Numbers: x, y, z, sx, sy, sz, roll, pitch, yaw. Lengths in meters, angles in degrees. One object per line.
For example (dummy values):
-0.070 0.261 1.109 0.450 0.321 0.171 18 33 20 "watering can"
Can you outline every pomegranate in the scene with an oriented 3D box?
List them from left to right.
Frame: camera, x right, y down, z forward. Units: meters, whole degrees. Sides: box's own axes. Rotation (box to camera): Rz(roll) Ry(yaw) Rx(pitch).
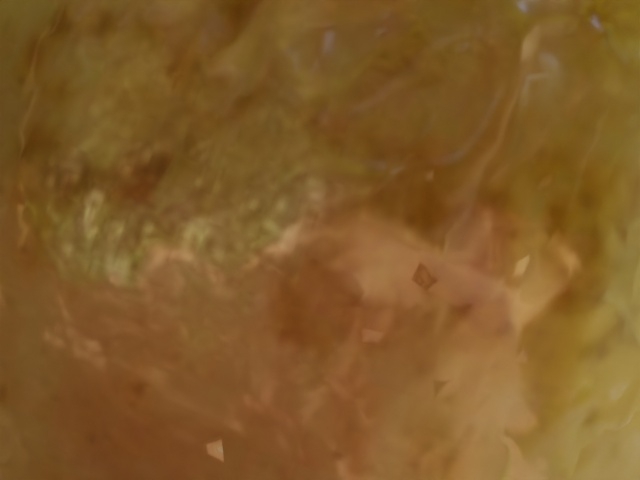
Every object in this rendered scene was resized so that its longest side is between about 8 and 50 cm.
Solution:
0.000 0.000 0.603 0.411 0.411 0.411 16 -2 1 "pomegranate"
